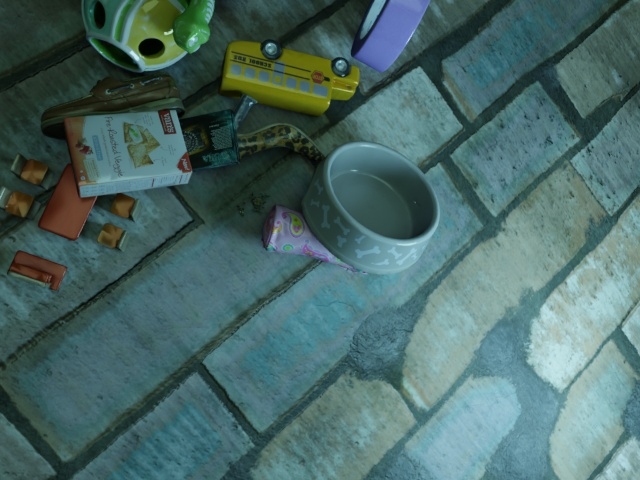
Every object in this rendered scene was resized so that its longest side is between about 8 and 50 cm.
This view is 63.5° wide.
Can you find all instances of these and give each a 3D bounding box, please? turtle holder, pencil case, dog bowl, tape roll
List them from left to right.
[{"bbox_3d":[-0.360,-0.480,1.124,0.320,0.243,0.228,27,78,2],"label":"turtle holder"},{"bbox_3d":[0.000,0.000,1.260,0.283,0.124,0.124,15,80,-17],"label":"pencil case"},{"bbox_3d":[0.131,-0.093,1.241,0.348,0.102,0.349,13,52,-17],"label":"dog bowl"},{"bbox_3d":[0.179,-0.569,1.295,0.090,0.275,0.275,25,77,-14],"label":"tape roll"}]

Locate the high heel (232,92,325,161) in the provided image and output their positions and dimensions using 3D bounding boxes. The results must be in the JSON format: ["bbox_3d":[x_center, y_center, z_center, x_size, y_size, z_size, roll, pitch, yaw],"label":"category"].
[{"bbox_3d":[-0.131,-0.211,1.274,0.261,0.093,0.186,31,92,-19],"label":"high heel"}]

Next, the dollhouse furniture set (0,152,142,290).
[{"bbox_3d":[-0.543,-0.032,1.083,0.261,0.135,0.259,22,78,-14],"label":"dollhouse furniture set"}]

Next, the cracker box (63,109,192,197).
[{"bbox_3d":[-0.408,-0.189,1.105,0.232,0.067,0.156,-12,76,-27],"label":"cracker box"}]

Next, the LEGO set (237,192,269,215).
[{"bbox_3d":[-0.163,-0.089,1.272,0.083,0.023,0.054,-10,85,-5],"label":"LEGO set"}]

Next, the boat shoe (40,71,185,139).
[{"bbox_3d":[-0.468,-0.304,1.160,0.307,0.110,0.105,-17,85,-27],"label":"boat shoe"}]

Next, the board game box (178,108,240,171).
[{"bbox_3d":[-0.284,-0.224,1.200,0.186,0.026,0.126,-9,86,9],"label":"board game box"}]

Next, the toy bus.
[{"bbox_3d":[-0.076,-0.399,1.284,0.332,0.108,0.130,8,82,-16],"label":"toy bus"}]
